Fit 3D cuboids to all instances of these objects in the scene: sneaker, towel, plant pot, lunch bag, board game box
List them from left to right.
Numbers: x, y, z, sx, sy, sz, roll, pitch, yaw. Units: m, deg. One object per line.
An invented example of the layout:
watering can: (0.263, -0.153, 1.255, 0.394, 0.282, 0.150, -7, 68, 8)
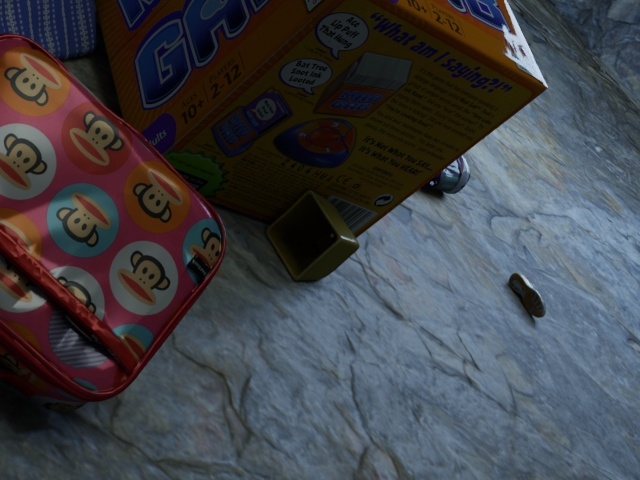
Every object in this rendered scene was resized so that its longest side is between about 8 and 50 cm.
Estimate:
towel: (-0.339, -0.309, 1.507, 0.336, 0.040, 0.243, -32, 122, -64)
lunch bag: (-0.252, -0.001, 1.164, 0.293, 0.120, 0.258, 44, 61, -14)
board game box: (-0.014, -0.267, 1.675, 0.356, 0.356, 0.356, 20, 42, -44)
plant pot: (0.000, 0.000, 1.673, 0.083, 0.081, 0.081, 17, 36, -56)
sneaker: (0.150, -0.172, 2.160, 0.098, 0.083, 0.223, 1, 49, -50)
sneaker: (0.322, 0.082, 2.078, 0.037, 0.032, 0.083, 10, 42, -50)
